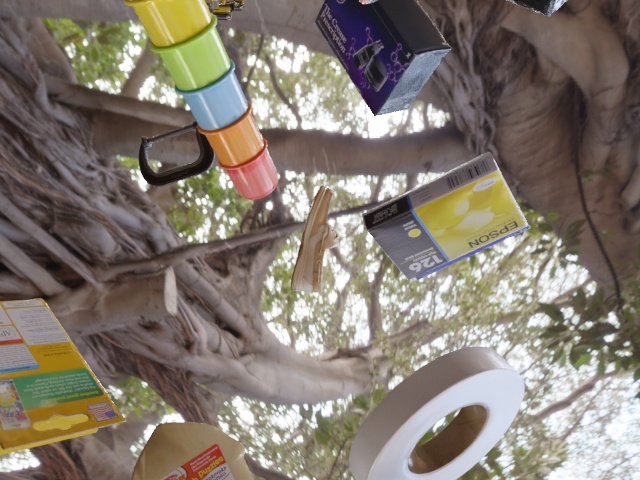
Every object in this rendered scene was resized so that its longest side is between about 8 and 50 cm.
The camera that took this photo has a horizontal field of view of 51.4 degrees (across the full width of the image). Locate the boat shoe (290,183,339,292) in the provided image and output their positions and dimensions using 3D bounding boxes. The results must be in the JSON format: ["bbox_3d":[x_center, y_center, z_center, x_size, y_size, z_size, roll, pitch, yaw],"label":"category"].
[{"bbox_3d":[0.000,0.000,1.028,0.059,0.063,0.170,14,-82,-2],"label":"boat shoe"}]

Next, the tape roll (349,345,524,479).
[{"bbox_3d":[0.236,0.379,1.334,0.392,0.392,0.072,-31,-132,-11],"label":"tape roll"}]

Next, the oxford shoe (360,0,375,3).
[{"bbox_3d":[0.120,-0.344,0.642,0.271,0.097,0.098,-45,-83,1],"label":"oxford shoe"}]

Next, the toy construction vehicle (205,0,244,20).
[{"bbox_3d":[-0.183,-0.418,1.167,0.098,0.035,0.086,2,-144,-6],"label":"toy construction vehicle"}]

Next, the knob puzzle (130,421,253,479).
[{"bbox_3d":[-0.194,0.351,0.966,0.213,0.030,0.213,5,-100,-30],"label":"knob puzzle"}]

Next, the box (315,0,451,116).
[{"bbox_3d":[0.116,-0.410,1.323,0.103,0.184,0.261,-18,-111,-33],"label":"box"}]

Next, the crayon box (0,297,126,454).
[{"bbox_3d":[-0.488,0.226,1.073,0.323,0.203,0.083,41,-67,32],"label":"crayon box"}]

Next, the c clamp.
[{"bbox_3d":[-0.252,-0.170,1.167,0.160,0.022,0.137,-23,-93,6],"label":"c clamp"}]

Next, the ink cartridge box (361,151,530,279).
[{"bbox_3d":[0.295,-0.023,1.485,0.303,0.307,0.072,-27,-135,18],"label":"ink cartridge box"}]

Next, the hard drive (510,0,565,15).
[{"bbox_3d":[0.307,-0.462,0.934,0.236,0.064,0.339,33,-116,22],"label":"hard drive"}]

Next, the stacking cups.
[{"bbox_3d":[-0.138,-0.195,0.879,0.096,0.316,0.096,-14,-138,13],"label":"stacking cups"}]
